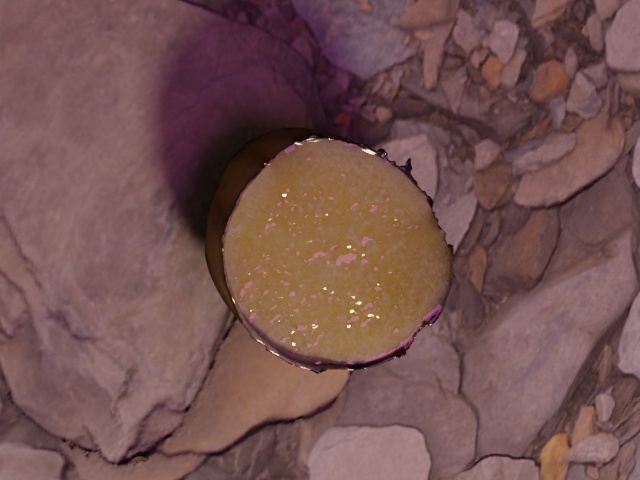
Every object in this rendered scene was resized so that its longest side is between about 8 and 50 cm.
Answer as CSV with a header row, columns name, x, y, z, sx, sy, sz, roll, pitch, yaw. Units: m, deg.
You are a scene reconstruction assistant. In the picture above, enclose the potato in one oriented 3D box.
name,x,y,z,sx,sy,sz,roll,pitch,yaw
potato,0.000,0.000,0.989,0.164,0.081,0.200,-50,126,-1
